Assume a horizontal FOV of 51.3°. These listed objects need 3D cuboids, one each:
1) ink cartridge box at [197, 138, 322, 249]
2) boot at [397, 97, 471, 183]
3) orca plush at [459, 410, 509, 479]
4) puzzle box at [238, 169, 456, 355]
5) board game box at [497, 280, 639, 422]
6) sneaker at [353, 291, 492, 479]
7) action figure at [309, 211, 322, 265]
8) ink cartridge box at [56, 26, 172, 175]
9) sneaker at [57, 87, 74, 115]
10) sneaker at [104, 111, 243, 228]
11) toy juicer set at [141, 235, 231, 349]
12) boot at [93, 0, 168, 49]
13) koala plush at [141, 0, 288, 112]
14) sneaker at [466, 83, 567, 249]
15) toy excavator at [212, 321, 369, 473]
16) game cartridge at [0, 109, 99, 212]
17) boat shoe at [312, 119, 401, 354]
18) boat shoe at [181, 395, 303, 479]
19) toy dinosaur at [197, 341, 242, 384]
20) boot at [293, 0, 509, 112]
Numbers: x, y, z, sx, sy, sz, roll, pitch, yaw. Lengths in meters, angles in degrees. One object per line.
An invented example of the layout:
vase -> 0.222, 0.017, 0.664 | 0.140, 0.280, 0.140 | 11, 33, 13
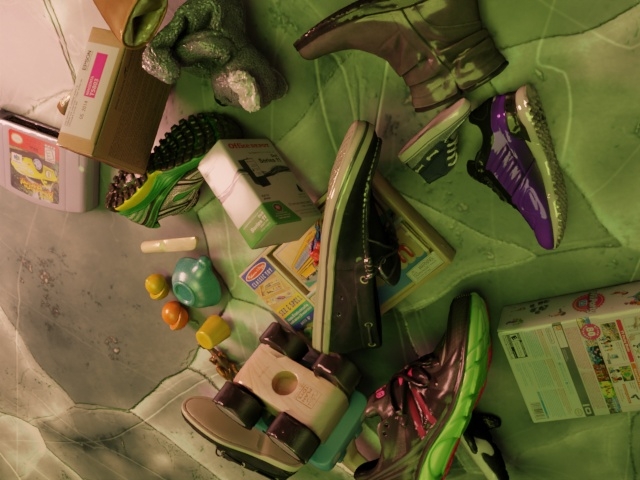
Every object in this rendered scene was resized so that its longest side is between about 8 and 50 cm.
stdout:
ink cartridge box -> -0.118, -0.096, 1.296 | 0.087, 0.153, 0.208 | -46, 72, 33
boot -> 0.225, -0.176, 1.193 | 0.086, 0.069, 0.190 | 40, 146, -8
orca plush -> 0.359, 0.427, 1.434 | 0.102, 0.151, 0.287 | -36, 71, -6
puzzle box -> 0.044, 0.050, 1.402 | 0.272, 0.052, 0.409 | 45, 123, -3
board game box -> 0.523, 0.214, 1.266 | 0.303, 0.097, 0.224 | -15, 110, 29
sneaker -> 0.200, 0.320, 1.326 | 0.202, 0.185, 0.482 | 24, 94, 19
action figure -> 0.000, 0.000, 1.346 | 0.038, 0.030, 0.115 | 20, 114, 17
ink cartridge box -> -0.387, -0.261, 1.282 | 0.088, 0.193, 0.234 | 17, 88, 16
sneaker -> -0.481, -0.299, 1.428 | 0.192, 0.064, 0.086 | -28, 97, 28
sneaker -> -0.293, -0.146, 1.416 | 0.344, 0.134, 0.146 | -30, 138, 24
toy juicer set -> -0.319, 0.090, 1.556 | 0.209, 0.089, 0.328 | 17, 130, 28
boot -> -0.339, -0.500, 1.173 | 0.269, 0.089, 0.236 | 48, 119, 32
koala plush -> -0.165, -0.327, 1.220 | 0.221, 0.196, 0.203 | 45, 113, 0
sneaker -> 0.340, -0.117, 1.177 | 0.146, 0.102, 0.293 | -12, 105, 31
toy excavator -> 0.023, 0.438, 1.522 | 0.433, 0.222, 0.445 | 25, 155, 26
game cartridge -> -0.659, -0.178, 1.571 | 0.294, 0.060, 0.196 | 19, 125, 12
boat shoe -> 0.076, 0.013, 1.237 | 0.156, 0.186, 0.500 | 7, 123, 4
boat shoe -> -0.211, 0.515, 1.696 | 0.340, 0.127, 0.113 | 25, 119, -6
toy dinosaur -> -0.233, 0.326, 1.661 | 0.112, 0.064, 0.211 | 11, 130, 54
boot -> 0.131, -0.316, 1.150 | 0.338, 0.118, 0.222 | -13, 115, 32
